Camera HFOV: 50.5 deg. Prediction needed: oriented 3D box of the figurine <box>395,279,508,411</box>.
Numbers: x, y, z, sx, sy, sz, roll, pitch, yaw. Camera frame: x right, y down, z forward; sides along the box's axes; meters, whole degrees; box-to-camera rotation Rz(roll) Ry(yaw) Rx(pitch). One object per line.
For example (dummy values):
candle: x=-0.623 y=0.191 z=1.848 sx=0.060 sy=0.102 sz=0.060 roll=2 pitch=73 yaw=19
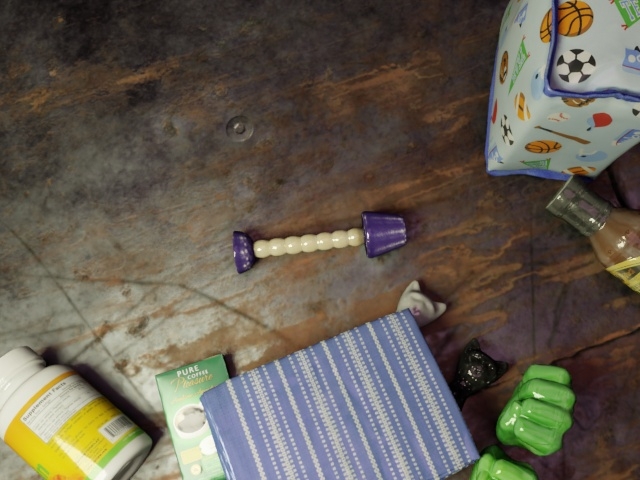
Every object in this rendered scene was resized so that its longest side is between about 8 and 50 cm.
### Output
figurine: x=0.149 y=0.190 z=1.040 sx=0.209 sy=0.092 sz=0.215 roll=-41 pitch=78 yaw=-15

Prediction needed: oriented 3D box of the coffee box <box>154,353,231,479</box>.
coffee box: x=-0.176 y=0.279 z=1.045 sx=0.113 sy=0.040 sz=0.184 roll=-19 pitch=77 yaw=-3

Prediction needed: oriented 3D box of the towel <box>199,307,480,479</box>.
towel: x=0.024 y=0.262 z=0.946 sx=0.336 sy=0.040 sz=0.243 roll=-21 pitch=71 yaw=-11

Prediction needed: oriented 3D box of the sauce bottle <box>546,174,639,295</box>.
sauce bottle: x=0.510 y=0.028 z=1.049 sx=0.344 sy=0.111 sz=0.111 roll=39 pitch=81 yaw=12

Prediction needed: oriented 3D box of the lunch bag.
lunch bag: x=0.397 y=-0.318 z=1.019 sx=0.239 sy=0.328 sz=0.385 roll=6 pitch=75 yaw=-2

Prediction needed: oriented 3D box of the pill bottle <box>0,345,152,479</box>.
pill bottle: x=-0.384 y=0.272 z=1.004 sx=0.246 sy=0.136 sz=0.136 roll=38 pitch=81 yaw=10

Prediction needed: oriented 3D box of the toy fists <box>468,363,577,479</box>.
toy fists: x=0.282 y=0.304 z=0.972 sx=0.096 sy=0.142 sz=0.279 roll=29 pitch=79 yaw=8

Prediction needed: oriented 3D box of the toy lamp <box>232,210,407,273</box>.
toy lamp: x=0.000 y=0.000 z=1.085 sx=0.275 sy=0.080 sz=0.080 roll=-7 pitch=77 yaw=-1
